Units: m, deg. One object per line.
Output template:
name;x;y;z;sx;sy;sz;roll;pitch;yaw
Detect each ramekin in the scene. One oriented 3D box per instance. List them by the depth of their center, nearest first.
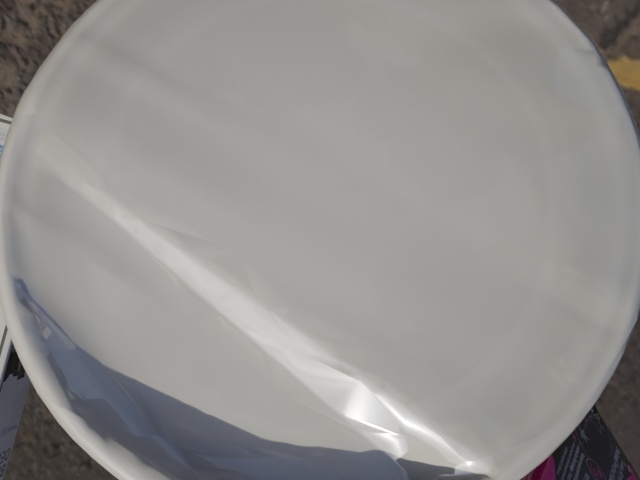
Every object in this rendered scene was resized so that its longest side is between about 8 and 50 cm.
ramekin;0.000;0.000;0.492;0.273;0.273;0.127;-34;168;-10

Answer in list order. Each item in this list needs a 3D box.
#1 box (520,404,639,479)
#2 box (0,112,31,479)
box;0.104;0.215;0.634;0.163;0.142;0.247;-31;180;25
box;-0.292;0.039;0.803;0.169;0.087;0.289;17;92;0
